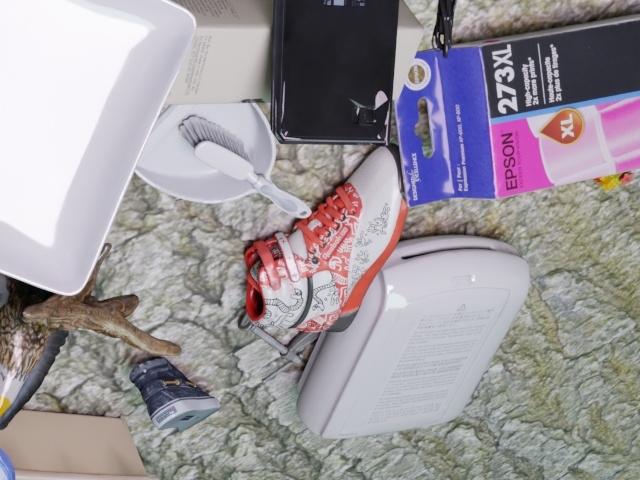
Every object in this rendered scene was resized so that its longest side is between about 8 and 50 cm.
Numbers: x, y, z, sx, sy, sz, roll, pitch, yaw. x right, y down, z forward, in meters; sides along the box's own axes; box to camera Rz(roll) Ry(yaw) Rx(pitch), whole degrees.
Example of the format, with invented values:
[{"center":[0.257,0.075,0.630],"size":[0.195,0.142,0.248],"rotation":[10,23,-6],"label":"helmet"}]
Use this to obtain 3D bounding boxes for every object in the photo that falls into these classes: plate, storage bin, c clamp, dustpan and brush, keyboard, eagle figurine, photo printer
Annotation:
[{"center":[-0.279,-0.122,1.085],"size":[0.278,0.045,0.277],"rotation":[22,94,-26],"label":"plate"},{"center":[-0.388,0.335,1.604],"size":[0.262,0.123,0.260],"rotation":[11,125,-39],"label":"storage bin"},{"center":[-0.052,0.117,1.652],"size":[0.137,0.022,0.160],"rotation":[-35,139,4],"label":"c clamp"},{"center":[-0.087,-0.080,1.396],"size":[0.147,0.060,0.211],"rotation":[-44,138,16],"label":"dustpan and brush"},{"center":[0.050,-0.247,1.204],"size":[0.202,0.033,0.317],"rotation":[0,100,-22],"label":"keyboard"},{"center":[-0.340,0.104,1.375],"size":[0.298,0.225,0.226],"rotation":[-19,110,43],"label":"eagle figurine"},{"center":[0.125,0.120,1.694],"size":[0.256,0.107,0.307],"rotation":[-4,134,-31],"label":"photo printer"}]

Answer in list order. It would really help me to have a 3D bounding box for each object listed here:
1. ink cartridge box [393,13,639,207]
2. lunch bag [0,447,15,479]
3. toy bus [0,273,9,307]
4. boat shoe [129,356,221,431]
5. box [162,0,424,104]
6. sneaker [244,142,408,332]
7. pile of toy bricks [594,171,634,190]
[{"center":[0.265,-0.153,1.469],"size":[0.371,0.069,0.175],"rotation":[-12,103,-18],"label":"ink cartridge box"},{"center":[-0.453,0.285,1.365],"size":[0.243,0.115,0.303],"rotation":[30,133,1],"label":"lunch bag"},{"center":[-0.394,-0.024,1.172],"size":[0.212,0.149,0.220],"rotation":[-1,117,-34],"label":"toy bus"},{"center":[-0.183,0.193,1.630],"size":[0.065,0.083,0.183],"rotation":[-33,167,4],"label":"boat shoe"},{"center":[-0.047,-0.201,1.256],"size":[0.275,0.113,0.094],"rotation":[-3,133,-27],"label":"box"},{"center":[0.000,0.001,1.511],"size":[0.145,0.090,0.270],"rotation":[3,128,-28],"label":"sneaker"},{"center":[0.347,-0.109,1.590],"size":[0.212,0.105,0.118],"rotation":[22,118,-43],"label":"pile of toy bricks"}]
